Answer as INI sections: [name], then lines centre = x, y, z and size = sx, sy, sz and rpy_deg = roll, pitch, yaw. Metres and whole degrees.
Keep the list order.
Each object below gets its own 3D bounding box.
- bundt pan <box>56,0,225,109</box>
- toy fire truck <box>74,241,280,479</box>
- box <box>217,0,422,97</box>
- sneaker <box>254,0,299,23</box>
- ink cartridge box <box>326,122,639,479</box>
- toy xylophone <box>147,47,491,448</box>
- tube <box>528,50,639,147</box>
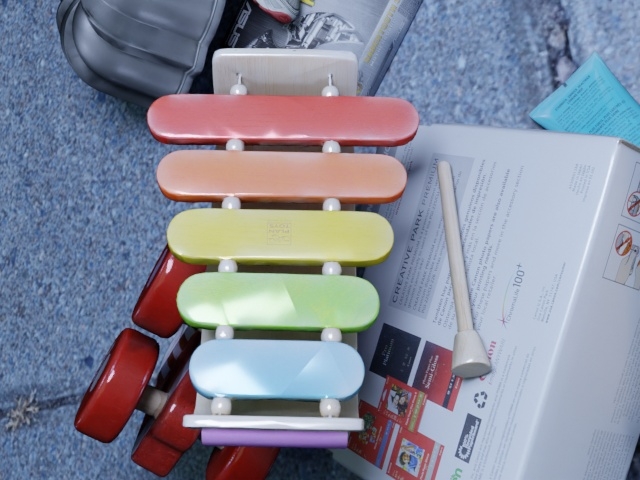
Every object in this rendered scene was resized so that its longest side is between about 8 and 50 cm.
[bundt pan]
centre = -0.201, -0.307, 0.984
size = 0.331, 0.124, 0.331
rpy_deg = -30, 56, 59
[toy fire truck]
centre = -0.089, 0.071, 0.858
size = 0.302, 0.169, 0.254
rpy_deg = -57, 13, 24
[box]
centre = 0.013, -0.262, 0.967
size = 0.183, 0.056, 0.231
rpy_deg = 33, 99, 33
[sneaker]
centre = -0.035, -0.331, 0.924
size = 0.093, 0.088, 0.225
rpy_deg = -3, 81, 27
[ink cartridge box]
centre = 0.136, 0.067, 0.765
size = 0.272, 0.130, 0.309
rpy_deg = 18, 91, 55
[toy xylophone]
centre = 0.000, 0.000, 0.669
size = 0.236, 0.081, 0.322
rpy_deg = -6, 62, -5
[tube]
centre = 0.268, -0.072, 0.778
size = 0.080, 0.052, 0.207
rpy_deg = -43, 57, 14
